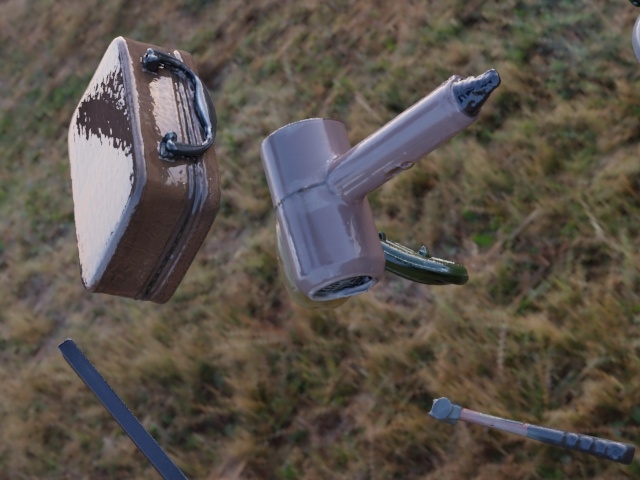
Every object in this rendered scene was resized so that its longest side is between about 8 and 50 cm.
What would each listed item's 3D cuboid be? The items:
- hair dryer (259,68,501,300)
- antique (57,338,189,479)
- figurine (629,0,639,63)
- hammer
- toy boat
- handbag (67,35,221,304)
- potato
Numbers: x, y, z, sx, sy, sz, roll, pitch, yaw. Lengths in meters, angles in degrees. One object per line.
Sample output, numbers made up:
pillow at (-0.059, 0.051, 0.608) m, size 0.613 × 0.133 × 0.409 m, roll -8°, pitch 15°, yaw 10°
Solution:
hair dryer at (0.071, -0.078, 1.349) m, size 0.344 × 0.107 × 0.189 m, roll -34°, pitch 65°, yaw 47°
antique at (-0.153, 0.155, 1.057) m, size 0.015 × 0.031 × 0.192 m, roll -37°, pitch 68°, yaw -16°
figurine at (0.374, -0.219, 1.330) m, size 0.093 × 0.147 × 0.197 m, roll -46°, pitch -11°, yaw -1°
hammer at (0.289, 0.261, 1.762) m, size 0.111 × 0.288 × 0.033 m, roll 83°, pitch -160°, yaw -82°
toy boat at (0.096, 0.015, 1.691) m, size 0.210 × 0.104 × 0.052 m, roll 23°, pitch 92°, yaw 15°
handbag at (-0.140, -0.062, 1.006) m, size 0.151 × 0.072 × 0.193 m, roll -56°, pitch 34°, yaw 37°
potato at (0.000, 0.000, 2.090) m, size 0.150 × 0.234 × 0.146 m, roll -4°, pitch 19°, yaw -5°
